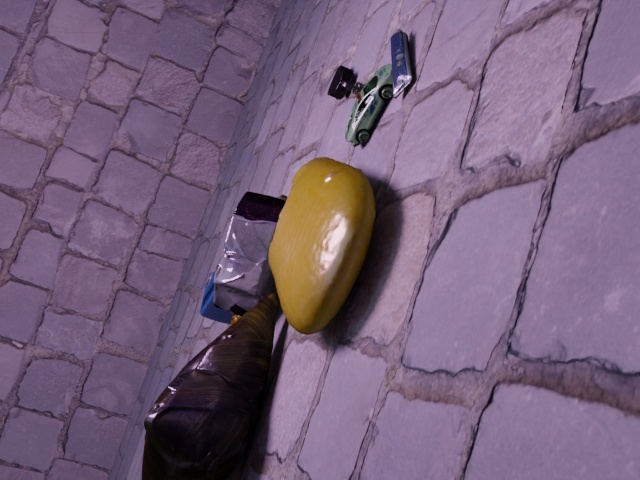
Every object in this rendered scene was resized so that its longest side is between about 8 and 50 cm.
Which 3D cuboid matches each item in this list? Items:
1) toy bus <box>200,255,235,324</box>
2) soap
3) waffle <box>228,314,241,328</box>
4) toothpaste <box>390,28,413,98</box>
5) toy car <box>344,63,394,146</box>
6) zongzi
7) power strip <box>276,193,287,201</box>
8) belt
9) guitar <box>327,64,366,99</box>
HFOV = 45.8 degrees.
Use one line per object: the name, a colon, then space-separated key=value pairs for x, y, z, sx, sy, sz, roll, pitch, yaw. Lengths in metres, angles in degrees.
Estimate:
toy bus: x=-0.244 y=0.129 z=2.074 sx=0.234 sy=0.116 sz=0.133 roll=129 pitch=156 yaw=-53
soap: x=0.003 y=0.001 z=1.410 sx=0.306 sy=0.115 sz=0.427 roll=-62 pitch=17 yaw=11
waffle: x=-0.206 y=0.272 z=1.881 sx=0.232 sy=0.051 sz=0.228 roll=-25 pitch=43 yaw=67
toothpaste: x=0.159 y=-0.357 z=1.495 sx=0.057 sy=0.035 sz=0.197 roll=-44 pitch=32 yaw=39
toy car: x=0.098 y=-0.283 z=1.562 sx=0.093 sy=0.058 sz=0.186 roll=-92 pitch=27 yaw=-58
zongzi: x=-0.224 y=0.354 z=1.656 sx=0.432 sy=0.208 sz=0.403 roll=-59 pitch=-5 yaw=-41
power strip: x=-0.135 y=0.016 z=1.925 sx=0.048 sy=0.080 sz=0.285 roll=-1 pitch=67 yaw=67
belt: x=-0.138 y=0.039 z=1.759 sx=0.184 sy=0.164 sz=0.289 roll=55 pitch=-128 yaw=-76
guitar: x=0.066 y=-0.372 z=1.820 sx=0.271 sy=0.038 sz=0.083 roll=-123 pitch=54 yaw=-71
